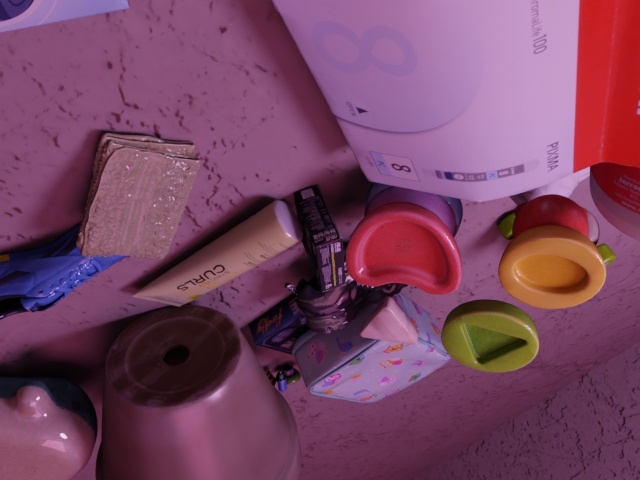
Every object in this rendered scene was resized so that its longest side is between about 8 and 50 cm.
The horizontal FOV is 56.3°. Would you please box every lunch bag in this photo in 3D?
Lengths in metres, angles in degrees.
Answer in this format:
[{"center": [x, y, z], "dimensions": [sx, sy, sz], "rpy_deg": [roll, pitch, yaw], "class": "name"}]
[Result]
[{"center": [0.088, 0.196, 1.052], "dimensions": [0.224, 0.108, 0.279], "rpy_deg": [-33, 146, 18], "class": "lunch bag"}]

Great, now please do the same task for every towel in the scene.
[{"center": [-0.197, -0.044, 0.646], "dimensions": [0.110, 0.027, 0.148], "rpy_deg": [4, 119, -36], "class": "towel"}]

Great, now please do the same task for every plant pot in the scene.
[{"center": [-0.193, 0.260, 0.900], "dimensions": [0.323, 0.323, 0.281], "rpy_deg": [-14, 130, -16], "class": "plant pot"}]

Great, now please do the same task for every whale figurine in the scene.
[{"center": [-0.455, 0.247, 0.861], "dimensions": [0.272, 0.141, 0.216], "rpy_deg": [35, 118, -27], "class": "whale figurine"}]

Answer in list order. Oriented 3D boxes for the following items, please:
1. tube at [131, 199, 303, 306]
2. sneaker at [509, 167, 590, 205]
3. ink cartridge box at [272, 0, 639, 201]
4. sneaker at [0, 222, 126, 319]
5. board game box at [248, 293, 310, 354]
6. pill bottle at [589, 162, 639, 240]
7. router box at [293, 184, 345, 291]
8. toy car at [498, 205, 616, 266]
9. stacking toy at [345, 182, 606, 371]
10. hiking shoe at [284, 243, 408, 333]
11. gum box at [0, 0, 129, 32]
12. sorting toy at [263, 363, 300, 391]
[{"center": [-0.134, 0.031, 0.800], "dimensions": [0.240, 0.062, 0.070], "rpy_deg": [-29, 111, 20], "class": "tube"}, {"center": [0.297, -0.152, 0.795], "dimensions": [0.169, 0.108, 0.292], "rpy_deg": [-46, 140, 8], "class": "sneaker"}, {"center": [0.181, -0.128, 0.524], "dimensions": [0.091, 0.384, 0.308], "rpy_deg": [-65, 151, -17], "class": "ink cartridge box"}, {"center": [-0.295, 0.040, 0.684], "dimensions": [0.209, 0.082, 0.069], "rpy_deg": [-21, 146, -8], "class": "sneaker"}, {"center": [0.011, 0.151, 1.077], "dimensions": [0.165, 0.042, 0.243], "rpy_deg": [-36, 146, 18], "class": "board game box"}, {"center": [0.401, -0.201, 0.603], "dimensions": [0.228, 0.229, 0.408], "rpy_deg": [-22, 131, -3], "class": "pill bottle"}, {"center": [0.000, 0.000, 0.807], "dimensions": [0.038, 0.092, 0.122], "rpy_deg": [-19, 147, -7], "class": "router box"}, {"center": [0.429, 0.010, 1.060], "dimensions": [0.149, 0.155, 0.188], "rpy_deg": [-39, 154, 23], "class": "toy car"}, {"center": [0.195, 0.035, 0.825], "dimensions": [0.308, 0.130, 0.280], "rpy_deg": [13, 135, 8], "class": "stacking toy"}, {"center": [0.059, 0.041, 0.904], "dimensions": [0.226, 0.086, 0.114], "rpy_deg": [-37, 123, -12], "class": "hiking shoe"}, {"center": [-0.238, -0.214, 0.391], "dimensions": [0.184, 0.041, 0.157], "rpy_deg": [-17, 147, -13], "class": "gum box"}, {"center": [-0.086, 0.266, 1.181], "dimensions": [0.101, 0.061, 0.042], "rpy_deg": [-16, 113, -26], "class": "sorting toy"}]
